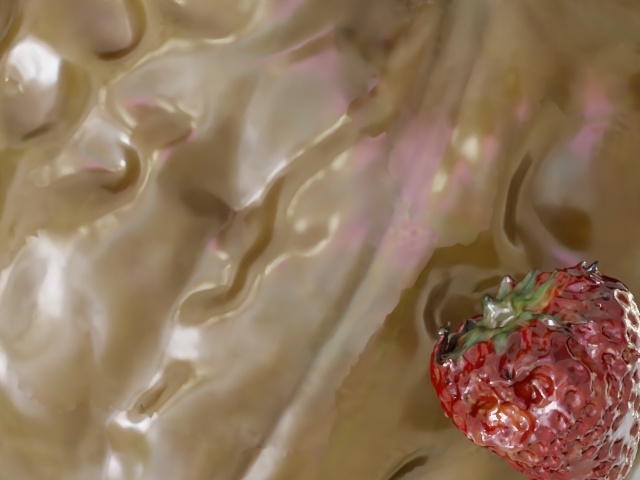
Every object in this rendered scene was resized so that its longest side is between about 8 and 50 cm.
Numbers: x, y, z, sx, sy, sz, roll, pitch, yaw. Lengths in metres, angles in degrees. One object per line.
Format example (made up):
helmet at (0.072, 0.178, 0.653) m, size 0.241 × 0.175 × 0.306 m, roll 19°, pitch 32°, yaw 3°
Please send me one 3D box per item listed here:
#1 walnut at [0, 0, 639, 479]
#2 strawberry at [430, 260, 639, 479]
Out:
walnut at (0.000, 0.000, 0.846) m, size 0.398 × 0.354 × 0.308 m, roll -61°, pitch -3°, yaw -3°
strawberry at (0.080, 0.050, 0.662) m, size 0.073 × 0.083 × 0.073 m, roll -31°, pitch 18°, yaw 11°
